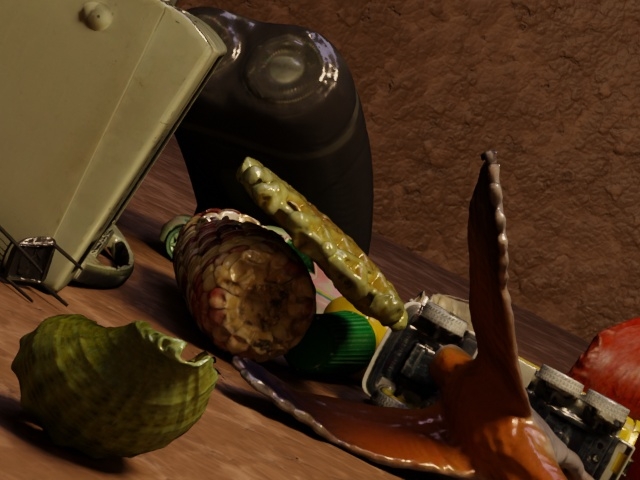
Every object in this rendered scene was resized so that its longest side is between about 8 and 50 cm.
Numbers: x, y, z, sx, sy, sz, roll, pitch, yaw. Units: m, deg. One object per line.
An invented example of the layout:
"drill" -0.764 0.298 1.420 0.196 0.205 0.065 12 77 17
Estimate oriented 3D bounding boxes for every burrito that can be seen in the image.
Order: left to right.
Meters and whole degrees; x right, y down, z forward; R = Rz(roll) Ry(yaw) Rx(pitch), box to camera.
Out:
"burrito" 0.148 0.098 2.105 0.058 0.063 0.229 -4 -11 31

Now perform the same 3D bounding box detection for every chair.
"chair" -0.199 0.012 1.231 0.086 0.037 0.042 34 20 34

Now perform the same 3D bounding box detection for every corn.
"corn" -0.066 0.026 1.464 0.098 0.098 0.290 26 5 -12

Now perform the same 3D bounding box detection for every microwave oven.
"microwave oven" -0.247 -0.144 1.429 0.333 0.247 0.394 27 4 -4

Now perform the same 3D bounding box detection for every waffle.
"waffle" 0.000 0.000 1.381 0.169 0.036 0.183 45 0 -8

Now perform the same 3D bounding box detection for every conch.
"conch" -0.098 0.069 0.895 0.121 0.074 0.089 -20 -28 35

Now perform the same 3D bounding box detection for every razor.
"razor" -0.051 -0.084 1.774 0.204 0.113 0.349 17 -28 16

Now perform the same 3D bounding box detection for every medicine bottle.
"medicine bottle" 0.031 0.084 1.544 0.095 0.064 0.260 47 11 15

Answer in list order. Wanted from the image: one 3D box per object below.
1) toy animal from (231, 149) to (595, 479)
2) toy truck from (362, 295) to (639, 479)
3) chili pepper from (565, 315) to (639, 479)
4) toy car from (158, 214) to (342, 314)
"toy animal" 0.140 0.136 1.234 0.284 0.225 0.302 52 7 34
"toy truck" 0.144 0.133 1.452 0.226 0.098 0.114 29 1 -1
"chili pepper" 0.375 0.158 1.632 0.251 0.229 0.305 -16 24 -22
"toy car" -0.047 0.024 1.737 0.224 0.076 0.090 29 6 23
